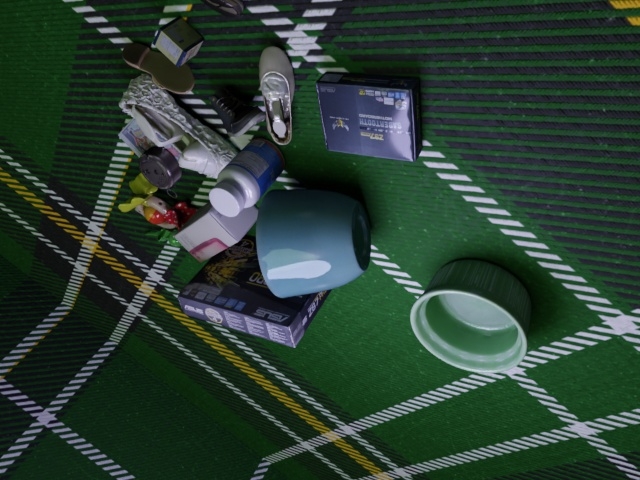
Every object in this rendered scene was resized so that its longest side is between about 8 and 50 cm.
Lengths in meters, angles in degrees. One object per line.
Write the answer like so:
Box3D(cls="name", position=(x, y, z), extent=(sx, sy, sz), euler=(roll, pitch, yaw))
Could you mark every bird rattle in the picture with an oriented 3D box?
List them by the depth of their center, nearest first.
Box3D(cls="bird rattle", position=(-0.534, -0.107, 1.921), extent=(0.253, 0.143, 0.207), euler=(25, 158, -14))

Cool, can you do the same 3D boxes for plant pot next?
Box3D(cls="plant pot", position=(0.000, 0.000, 1.512), extent=(0.234, 0.293, 0.293), euler=(-4, 128, 19))

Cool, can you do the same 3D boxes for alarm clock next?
Box3D(cls="alarm clock", position=(-0.491, -0.205, 1.775), extent=(0.129, 0.064, 0.192), euler=(8, 137, 29))

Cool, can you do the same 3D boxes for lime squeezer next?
Box3D(cls="lime squeezer", position=(-0.520, -0.012, 2.021), extent=(0.310, 0.110, 0.059), euler=(14, 91, 23))

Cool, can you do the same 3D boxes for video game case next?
Box3D(cls="video game case", position=(-0.513, -0.299, 1.760), extent=(0.183, 0.023, 0.201), euler=(48, 138, -16))

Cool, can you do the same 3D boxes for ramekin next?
Box3D(cls="ramekin", position=(0.404, 0.194, 1.514), extent=(0.303, 0.148, 0.304), euler=(19, 137, 18))

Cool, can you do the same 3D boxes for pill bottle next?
Box3D(cls="pill bottle", position=(-0.196, -0.163, 1.519), extent=(0.124, 0.222, 0.124), euler=(19, 138, 18))

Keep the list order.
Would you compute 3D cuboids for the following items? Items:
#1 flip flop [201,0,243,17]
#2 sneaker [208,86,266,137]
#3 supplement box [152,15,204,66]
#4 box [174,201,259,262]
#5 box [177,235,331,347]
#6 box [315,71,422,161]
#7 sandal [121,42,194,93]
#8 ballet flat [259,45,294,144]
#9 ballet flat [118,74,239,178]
Box3D(cls="flip flop", position=(-0.286, -0.598, 1.265), extent=(0.276, 0.080, 0.112), euler=(29, 180, -12))
Box3D(cls="sneaker", position=(-0.218, -0.327, 1.437), extent=(0.118, 0.083, 0.222), euler=(57, 161, -18))
Box3D(cls="supplement box", position=(-0.348, -0.489, 1.411), extent=(0.083, 0.083, 0.056), euler=(43, 140, -8))
Box3D(cls="box", position=(-0.319, -0.048, 1.775), extent=(0.127, 0.149, 0.232), euler=(48, 139, -16))
Box3D(cls="box", position=(-0.177, 0.134, 1.726), extent=(0.394, 0.318, 0.097), euler=(12, 135, 26))
Box3D(cls="box", position=(0.113, -0.283, 1.315), extent=(0.232, 0.059, 0.184), euler=(13, 137, 25))
Box3D(cls="sandal", position=(-0.415, -0.445, 1.528), extent=(0.239, 0.088, 0.079), euler=(31, 172, 16))
Box3D(cls="ballet flat", position=(-0.103, -0.339, 1.387), extent=(0.086, 0.086, 0.249), euler=(17, 139, 21))
Box3D(cls="ballet flat", position=(-0.392, -0.283, 1.609), extent=(0.409, 0.147, 0.147), euler=(41, 140, -8))
